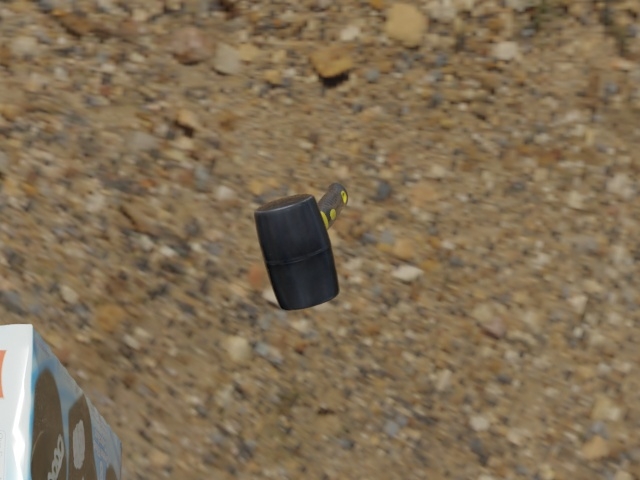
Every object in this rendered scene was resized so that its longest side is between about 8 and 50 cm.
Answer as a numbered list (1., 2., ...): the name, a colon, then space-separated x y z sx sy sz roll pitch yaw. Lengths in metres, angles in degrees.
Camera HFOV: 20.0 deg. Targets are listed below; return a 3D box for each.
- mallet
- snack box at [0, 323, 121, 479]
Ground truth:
1. mallet: 0.000 0.000 1.083 0.039 0.190 0.062 -13 93 11
2. snack box: -0.190 0.191 1.237 0.060 0.322 0.187 -2 71 3
